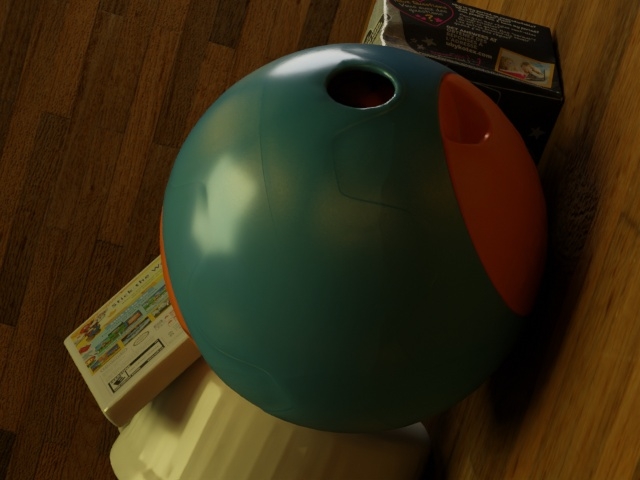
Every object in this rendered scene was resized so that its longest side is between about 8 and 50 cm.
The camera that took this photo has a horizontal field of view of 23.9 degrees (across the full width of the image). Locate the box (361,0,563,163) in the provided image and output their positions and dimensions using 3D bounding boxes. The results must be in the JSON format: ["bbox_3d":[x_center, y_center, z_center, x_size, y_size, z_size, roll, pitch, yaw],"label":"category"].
[{"bbox_3d":[0.089,-0.075,1.327,0.142,0.163,0.247,-86,13,-57],"label":"box"}]

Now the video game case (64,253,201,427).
[{"bbox_3d":[-0.122,0.052,1.350,0.227,0.026,0.206,-42,23,-5],"label":"video game case"}]

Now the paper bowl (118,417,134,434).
[{"bbox_3d":[-0.071,0.124,1.545,0.148,0.284,0.284,-115,40,-68],"label":"paper bowl"}]

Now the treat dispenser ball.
[{"bbox_3d":[0.024,-0.002,1.122,0.288,0.288,0.288,-165,90,-85],"label":"treat dispenser ball"}]

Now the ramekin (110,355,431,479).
[{"bbox_3d":[-0.036,0.185,1.356,0.277,0.277,0.135,-107,41,-80],"label":"ramekin"}]
